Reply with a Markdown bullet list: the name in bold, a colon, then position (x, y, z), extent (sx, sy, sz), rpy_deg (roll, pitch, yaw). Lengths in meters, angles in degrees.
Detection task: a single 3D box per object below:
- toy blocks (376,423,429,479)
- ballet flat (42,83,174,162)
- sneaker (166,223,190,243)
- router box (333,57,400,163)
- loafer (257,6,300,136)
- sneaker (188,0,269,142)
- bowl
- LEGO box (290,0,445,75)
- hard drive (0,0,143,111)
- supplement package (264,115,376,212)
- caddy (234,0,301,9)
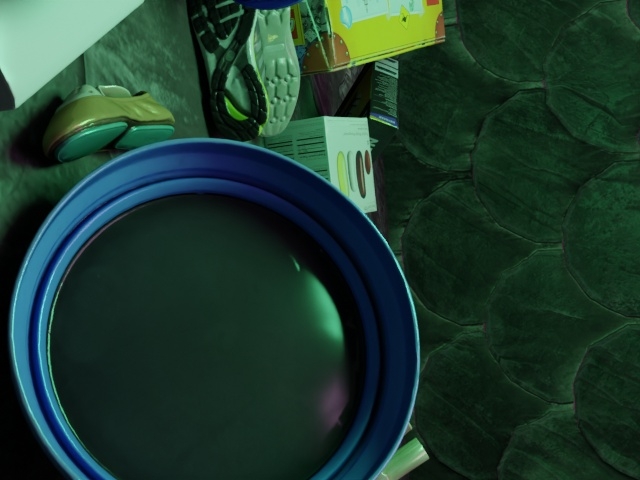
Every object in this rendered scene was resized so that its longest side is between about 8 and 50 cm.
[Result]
- **toy blocks**: position (-0.019, 0.289, 1.142), extent (0.288, 0.260, 0.309), rpy_deg (53, -6, 47)
- **ballet flat**: position (-0.235, -0.130, 0.710), extent (0.073, 0.080, 0.232), rpy_deg (56, 14, -2)
- **sneaker**: position (-0.070, 0.023, 0.851), extent (0.366, 0.135, 0.150), rpy_deg (-9, 128, -53)
- **router box**: position (0.099, -0.289, 1.713), extent (0.309, 0.081, 0.242), rpy_deg (126, -25, -50)
- **loafer**: position (-0.103, -0.345, 1.190), extent (0.111, 0.112, 0.319), rpy_deg (-130, -144, -51)
- **sneaker**: position (-0.143, -0.310, 1.078), extent (0.121, 0.111, 0.299), rpy_deg (-95, -179, -81)
- **bowl**: position (-0.090, 0.087, 0.648), extent (0.077, 0.391, 0.391), rpy_deg (134, -36, -56)
- **LEGO box**: position (0.056, -0.563, 1.379), extent (0.500, 0.193, 0.372), rpy_deg (-31, 118, -49)
- **hard drive**: position (-0.271, -0.281, 0.636), extent (0.307, 0.040, 0.203), rpy_deg (-75, 156, -53)
- **supplement package**: position (0.004, -0.146, 1.380), extent (0.194, 0.149, 0.203), rpy_deg (-17, 102, -59)
- **caddy**: position (-0.082, -0.498, 0.908), extent (0.179, 0.241, 0.341), rpy_deg (-11, 97, -71)
